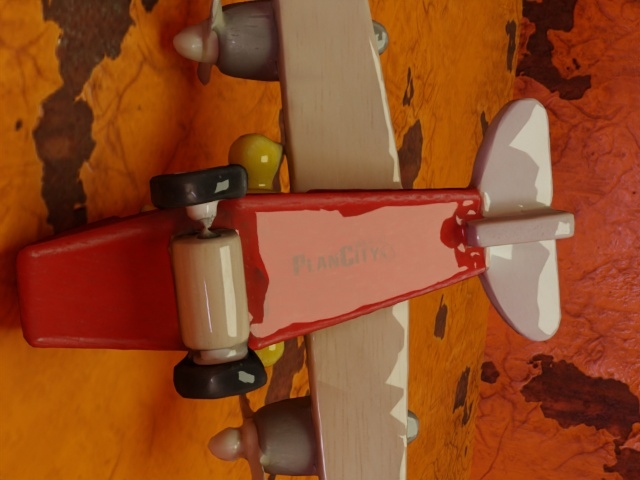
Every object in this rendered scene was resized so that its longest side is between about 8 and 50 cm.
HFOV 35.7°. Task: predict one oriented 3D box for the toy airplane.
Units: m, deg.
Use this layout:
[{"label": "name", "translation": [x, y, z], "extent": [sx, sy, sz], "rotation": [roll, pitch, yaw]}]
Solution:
[{"label": "toy airplane", "translation": [0.000, 0.000, 0.775], "extent": [0.384, 0.272, 0.386], "rotation": [42, 69, -28]}]
